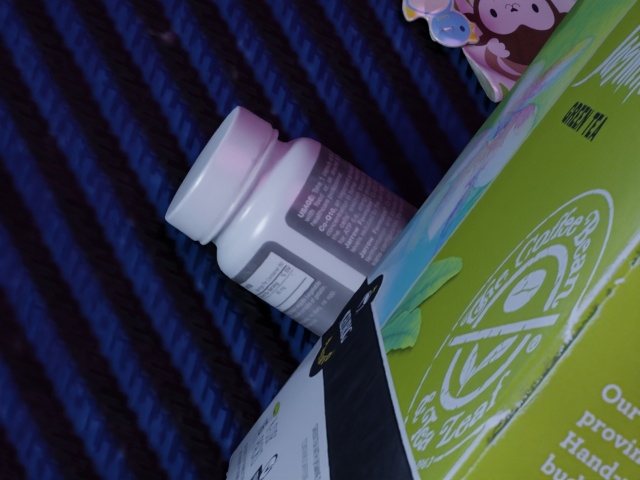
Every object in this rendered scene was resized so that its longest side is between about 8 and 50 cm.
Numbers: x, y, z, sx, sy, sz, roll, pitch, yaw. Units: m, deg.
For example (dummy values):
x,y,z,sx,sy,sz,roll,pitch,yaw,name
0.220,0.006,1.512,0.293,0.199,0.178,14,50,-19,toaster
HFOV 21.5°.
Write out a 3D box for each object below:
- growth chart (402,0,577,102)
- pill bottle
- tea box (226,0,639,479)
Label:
x,y,z,sx,sy,sz,roll,pitch,yaw,name
0.122,-0.144,0.959,0.172,0.021,0.237,-34,83,-34,growth chart
0.000,0.000,0.801,0.137,0.078,0.078,34,58,-9,pill bottle
0.135,0.070,0.613,0.220,0.329,0.323,37,96,-7,tea box
